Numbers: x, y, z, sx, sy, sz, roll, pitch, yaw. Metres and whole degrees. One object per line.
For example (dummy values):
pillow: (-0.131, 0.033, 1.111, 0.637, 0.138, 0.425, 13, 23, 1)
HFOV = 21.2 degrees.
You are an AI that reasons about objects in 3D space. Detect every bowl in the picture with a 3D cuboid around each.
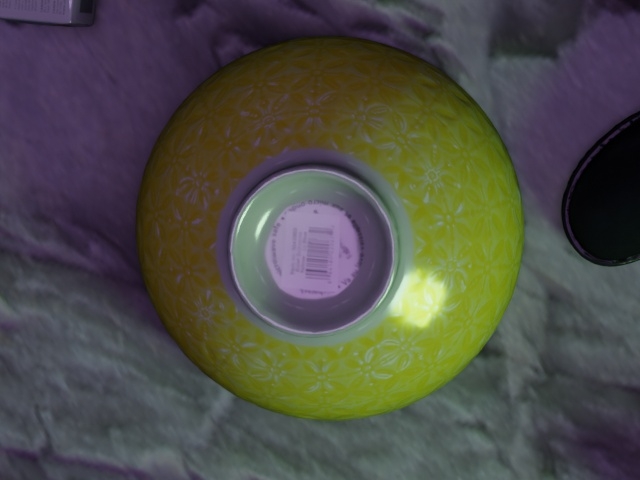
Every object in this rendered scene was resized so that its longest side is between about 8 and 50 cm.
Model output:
bowl: (0.000, 0.000, 1.202, 0.289, 0.156, 0.290, 1, 97, 5)

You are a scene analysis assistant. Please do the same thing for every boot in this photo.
boot: (0.272, -0.061, 1.146, 0.246, 0.207, 0.094, -34, 93, 8)

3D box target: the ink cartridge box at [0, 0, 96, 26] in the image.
ink cartridge box: (-0.246, -0.237, 1.264, 0.179, 0.045, 0.145, 9, 98, 22)
